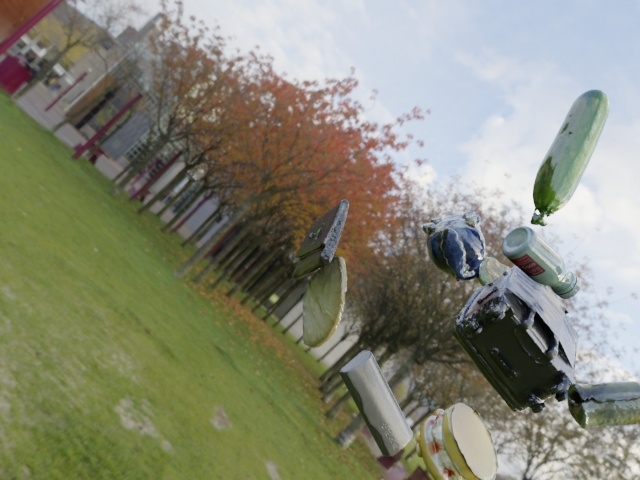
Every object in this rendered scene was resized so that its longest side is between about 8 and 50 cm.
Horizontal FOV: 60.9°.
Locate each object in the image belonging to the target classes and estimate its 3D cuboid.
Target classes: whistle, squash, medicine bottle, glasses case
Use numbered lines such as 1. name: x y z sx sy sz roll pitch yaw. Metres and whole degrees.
1. whistle: 0.552 0.244 0.834 0.057 0.326 0.068 -87 173 -66
2. squash: 0.588 -0.198 1.297 0.101 0.379 0.101 26 -12 6
3. medicine bottle: 0.540 0.058 1.321 0.216 0.090 0.090 37 -4 -21
4. glasses case: 0.103 0.295 0.988 0.042 0.072 0.191 -3 -63 59

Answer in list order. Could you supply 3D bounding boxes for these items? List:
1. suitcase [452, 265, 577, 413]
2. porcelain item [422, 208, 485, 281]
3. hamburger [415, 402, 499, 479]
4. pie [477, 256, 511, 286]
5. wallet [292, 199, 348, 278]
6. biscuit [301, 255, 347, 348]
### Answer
1. suitcase: 0.498 0.234 1.361 0.283 0.194 0.434 52 29 8
2. porcelain item: 0.347 0.026 1.378 0.288 0.137 0.186 -25 104 -74
3. hamburger: 0.435 0.669 1.792 0.261 0.186 0.303 44 34 -22
4. pie: 0.613 0.171 1.748 0.306 0.071 0.306 25 29 -15
5. wallet: 0.000 0.000 1.371 0.049 0.182 0.229 27 -19 -12
6. biscuit: 0.003 0.158 1.409 0.040 0.266 0.188 10 15 -29
